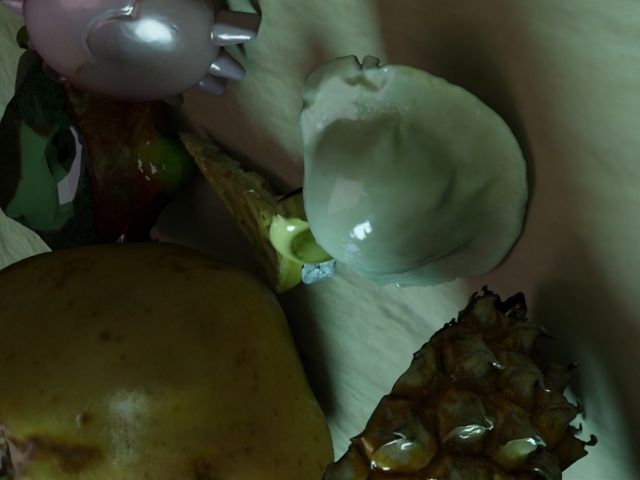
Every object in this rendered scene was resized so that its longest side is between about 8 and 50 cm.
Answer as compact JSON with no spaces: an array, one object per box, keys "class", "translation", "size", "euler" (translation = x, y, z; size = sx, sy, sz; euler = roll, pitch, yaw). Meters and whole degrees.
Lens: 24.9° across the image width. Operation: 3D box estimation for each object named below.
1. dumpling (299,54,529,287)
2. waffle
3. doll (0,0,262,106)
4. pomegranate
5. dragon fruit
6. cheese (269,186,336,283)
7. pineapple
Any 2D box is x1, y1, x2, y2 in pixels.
[{"class":"dumpling","translation":[0.067,-0.038,0.964],"size":[0.155,0.181,0.111],"euler":[-5,68,33]},{"class":"waffle","translation":[-0.069,-0.055,1.254],"size":[0.191,0.032,0.125],"euler":[56,161,19]},{"class":"doll","translation":[-0.156,-0.181,1.186],"size":[0.262,0.211,0.093],"euler":[-34,34,52]},{"class":"pomegranate","translation":[-0.169,0.180,1.306],"size":[0.410,0.410,0.410],"euler":[42,144,42]},{"class":"dragon fruit","translation":[-0.238,-0.083,1.447],"size":[0.295,0.130,0.268],"euler":[3,102,56]},{"class":"cheese","translation":[0.000,-0.001,1.143],"size":[0.162,0.086,0.036],"euler":[99,149,-68]},{"class":"pineapple","translation":[0.151,0.205,0.894],"size":[0.271,0.262,0.262],"euler":[35,142,21]}]
